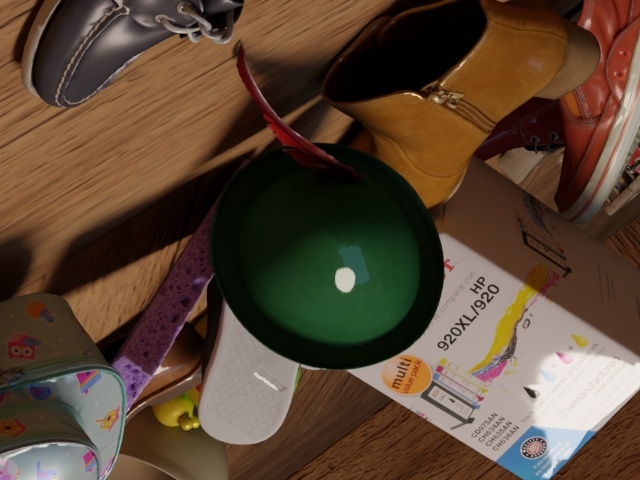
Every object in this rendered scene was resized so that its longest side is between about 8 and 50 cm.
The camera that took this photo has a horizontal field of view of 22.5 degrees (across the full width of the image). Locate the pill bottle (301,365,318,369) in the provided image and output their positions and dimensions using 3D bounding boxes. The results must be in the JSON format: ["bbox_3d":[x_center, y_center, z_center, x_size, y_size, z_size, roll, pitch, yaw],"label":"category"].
[{"bbox_3d":[0.016,0.077,1.786,0.078,0.078,0.137,-25,162,-52],"label":"pill bottle"}]

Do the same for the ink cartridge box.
[{"bbox_3d":[0.151,0.065,1.431,0.171,0.233,0.168,-51,-166,28],"label":"ink cartridge box"}]

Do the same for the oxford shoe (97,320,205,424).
[{"bbox_3d":[-0.198,0.131,1.394,0.212,0.076,0.076,-36,139,-2],"label":"oxford shoe"}]

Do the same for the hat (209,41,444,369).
[{"bbox_3d":[0.027,-0.017,1.081,0.208,0.173,0.183,-4,163,-24],"label":"hat"}]

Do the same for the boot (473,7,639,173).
[{"bbox_3d":[0.235,-0.095,1.548,0.244,0.176,0.088,-38,174,7],"label":"boot"}]

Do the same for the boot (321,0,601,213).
[{"bbox_3d":[0.058,-0.099,1.235,0.295,0.104,0.211,-34,159,31],"label":"boot"}]

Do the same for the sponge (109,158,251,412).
[{"bbox_3d":[-0.105,0.043,1.176,0.210,0.031,0.117,-60,-177,-40],"label":"sponge"}]

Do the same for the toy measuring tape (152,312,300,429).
[{"bbox_3d":[-0.033,0.081,1.559,0.330,0.121,0.121,-42,169,13],"label":"toy measuring tape"}]

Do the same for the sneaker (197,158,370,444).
[{"bbox_3d":[-0.035,0.019,1.324,0.147,0.105,0.295,-94,-158,-50],"label":"sneaker"}]

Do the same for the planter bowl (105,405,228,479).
[{"bbox_3d":[-0.161,0.224,1.664,0.109,0.162,0.162,-63,-175,-35],"label":"planter bowl"}]

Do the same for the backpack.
[{"bbox_3d":[-0.212,0.127,1.018,0.188,0.144,0.166,-27,143,-35],"label":"backpack"}]

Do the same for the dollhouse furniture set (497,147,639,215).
[{"bbox_3d":[0.319,-0.092,1.955,0.184,0.129,0.129,-33,168,-31],"label":"dollhouse furniture set"}]

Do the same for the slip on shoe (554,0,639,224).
[{"bbox_3d":[0.246,-0.146,1.395,0.123,0.101,0.331,-57,162,-37],"label":"slip on shoe"}]

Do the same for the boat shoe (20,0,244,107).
[{"bbox_3d":[-0.063,-0.124,0.758,0.206,0.065,0.075,-43,168,23],"label":"boat shoe"}]
